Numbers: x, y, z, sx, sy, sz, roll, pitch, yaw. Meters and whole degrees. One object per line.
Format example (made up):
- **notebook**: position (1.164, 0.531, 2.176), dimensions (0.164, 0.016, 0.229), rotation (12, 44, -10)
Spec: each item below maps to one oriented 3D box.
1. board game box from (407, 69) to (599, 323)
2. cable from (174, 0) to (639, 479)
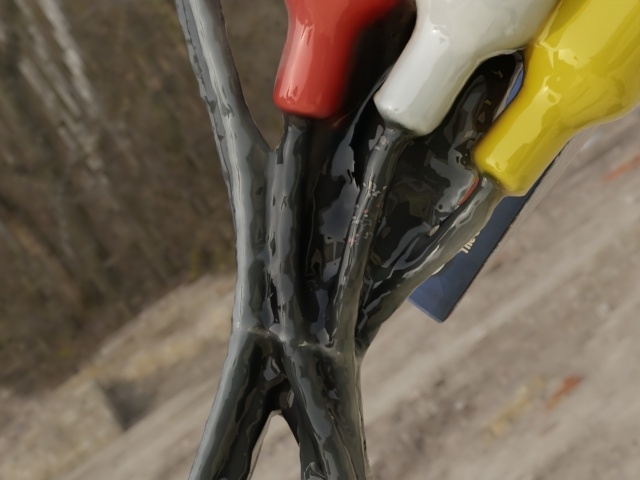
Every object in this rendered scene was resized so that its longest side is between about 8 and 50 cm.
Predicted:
- **board game box**: position (0.105, -0.084, 0.701), dimensions (0.165, 0.042, 0.243), rotation (-58, -7, 28)
- **cable**: position (0.000, 0.000, 0.450), dimensions (0.072, 0.139, 0.287), rotation (104, -171, -83)
